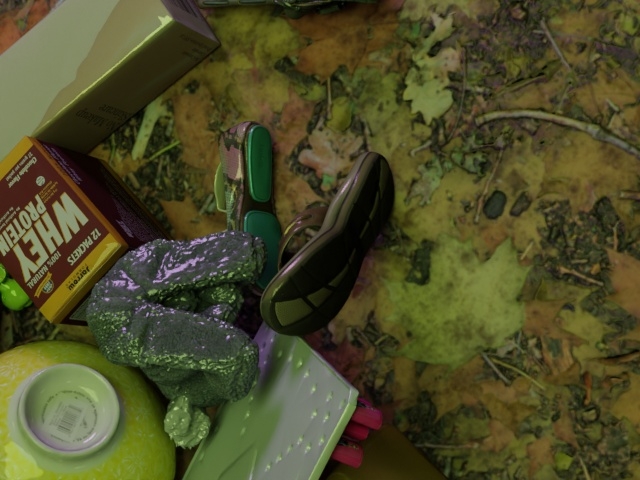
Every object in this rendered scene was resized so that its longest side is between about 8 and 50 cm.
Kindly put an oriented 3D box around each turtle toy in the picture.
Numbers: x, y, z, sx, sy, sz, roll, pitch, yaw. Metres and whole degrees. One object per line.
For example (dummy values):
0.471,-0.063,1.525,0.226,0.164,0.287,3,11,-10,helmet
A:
-0.431,0.049,1.990,0.130,0.066,0.095,23,66,22,turtle toy

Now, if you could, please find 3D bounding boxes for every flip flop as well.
0.000,0.000,1.760,0.080,0.112,0.277,10,50,26,flip flop

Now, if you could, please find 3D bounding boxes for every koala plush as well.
-0.154,0.120,1.783,0.203,0.221,0.196,0,57,7,koala plush

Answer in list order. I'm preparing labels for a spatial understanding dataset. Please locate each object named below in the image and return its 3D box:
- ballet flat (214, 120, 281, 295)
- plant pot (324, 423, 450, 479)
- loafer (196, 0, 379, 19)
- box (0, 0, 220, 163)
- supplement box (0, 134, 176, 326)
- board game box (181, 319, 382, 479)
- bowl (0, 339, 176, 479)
-0.093,-0.035,1.877,0.079,0.077,0.222,-15,74,37,ballet flat
0.054,0.350,1.712,0.212,0.187,0.212,43,99,19,plant pot
-0.040,-0.309,1.882,0.267,0.096,0.084,15,109,28,loafer
-0.298,-0.211,1.929,0.311,0.148,0.121,-38,73,15,box
-0.297,-0.005,1.878,0.129,0.194,0.191,-46,71,10,supplement box
-0.083,0.297,1.690,0.050,0.390,0.390,27,92,-17,board game box
-0.302,0.228,1.796,0.289,0.156,0.290,7,60,-12,bowl
